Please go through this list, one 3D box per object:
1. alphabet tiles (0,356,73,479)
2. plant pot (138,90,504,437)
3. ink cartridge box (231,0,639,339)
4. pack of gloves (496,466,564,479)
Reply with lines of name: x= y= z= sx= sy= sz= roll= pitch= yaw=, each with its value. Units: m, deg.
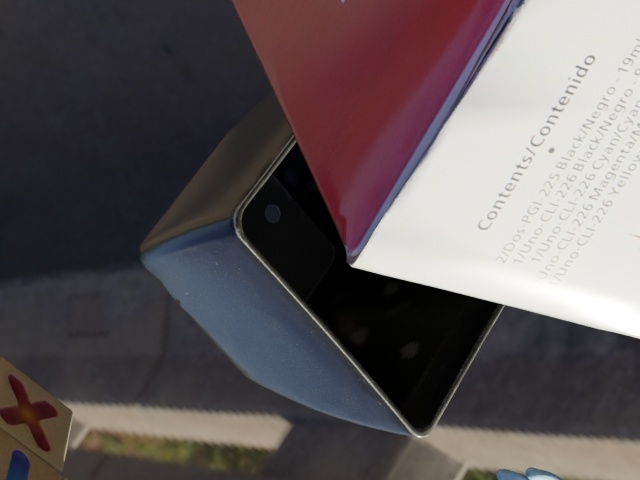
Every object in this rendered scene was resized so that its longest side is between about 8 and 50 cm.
alphabet tiles: x=-0.196 y=0.134 z=0.696 sx=0.011 sy=0.342 sz=0.285 roll=-39 pitch=114 yaw=19
plant pot: x=0.000 y=0.000 z=0.970 sx=0.167 sy=0.187 sz=0.188 roll=-11 pitch=127 yaw=50
ink cartridge box: x=0.051 y=-0.115 z=0.580 sx=0.272 sy=0.130 sz=0.309 roll=15 pitch=-150 yaw=-27
pack of gloves: x=0.174 y=0.295 z=1.192 sx=0.232 sy=0.195 sz=0.046 roll=36 pitch=-162 yaw=-13
